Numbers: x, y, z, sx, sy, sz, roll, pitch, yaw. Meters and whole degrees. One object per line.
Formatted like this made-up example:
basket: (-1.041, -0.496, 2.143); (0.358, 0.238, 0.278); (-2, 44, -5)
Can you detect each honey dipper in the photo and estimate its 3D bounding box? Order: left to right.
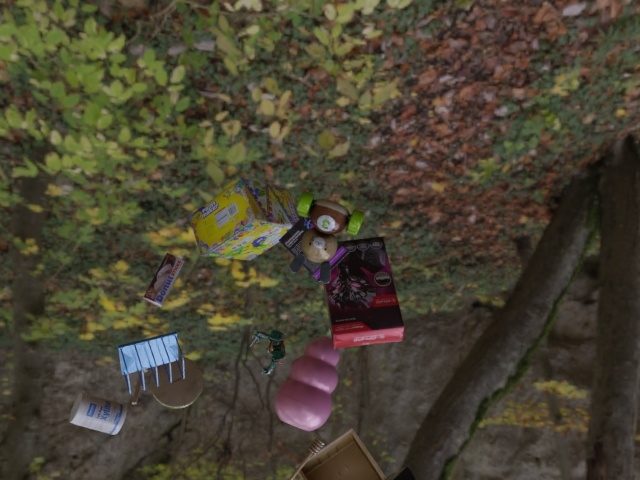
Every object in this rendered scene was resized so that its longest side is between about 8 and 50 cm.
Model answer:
honey dipper: (-0.048, 0.599, 1.666); (0.030, 0.161, 0.030); (37, 171, 7)

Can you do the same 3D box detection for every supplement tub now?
supplement tub: (-0.503, 0.393, 1.415); (0.107, 0.071, 0.071); (26, 169, -26)

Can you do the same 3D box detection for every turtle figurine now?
turtle figurine: (-0.197, 0.434, 2.497); (0.118, 0.175, 0.234); (-18, 169, -23)

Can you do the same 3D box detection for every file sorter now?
file sorter: (-0.491, 0.362, 1.829); (0.170, 0.118, 0.104); (-12, -138, -24)

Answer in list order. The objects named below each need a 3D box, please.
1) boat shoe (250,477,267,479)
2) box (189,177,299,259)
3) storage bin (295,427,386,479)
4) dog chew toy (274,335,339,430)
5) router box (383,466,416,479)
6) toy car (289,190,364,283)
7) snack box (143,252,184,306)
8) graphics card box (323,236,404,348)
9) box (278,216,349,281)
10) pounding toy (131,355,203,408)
boat shoe: (-0.195, 0.738, 1.521); (0.119, 0.335, 0.121); (8, -175, 20)
box: (-0.280, -0.069, 2.350); (0.290, 0.177, 0.279); (-31, 159, 28)
storage bin: (0.090, 0.914, 2.385); (0.262, 0.260, 0.123); (-31, 145, -13)
dog chew toy: (-0.032, 0.504, 2.242); (0.206, 0.332, 0.206); (20, 167, 5)
router box: (0.183, 0.748, 1.541); (0.309, 0.243, 0.081); (-18, 160, -49)
toy car: (0.000, 0.000, 1.488); (0.155, 0.188, 0.149); (20, 175, 2)
snack box: (-0.505, 0.126, 2.017); (0.064, 0.178, 0.022); (28, 145, -11)
graphics card box: (0.129, 0.165, 2.074); (0.232, 0.371, 0.094); (-6, 142, -3)
box: (-0.018, 0.016, 1.705); (0.162, 0.116, 0.029); (46, 178, 3)
pounding toy: (-0.539, 0.512, 2.209); (0.236, 0.183, 0.110); (7, 150, -14)
